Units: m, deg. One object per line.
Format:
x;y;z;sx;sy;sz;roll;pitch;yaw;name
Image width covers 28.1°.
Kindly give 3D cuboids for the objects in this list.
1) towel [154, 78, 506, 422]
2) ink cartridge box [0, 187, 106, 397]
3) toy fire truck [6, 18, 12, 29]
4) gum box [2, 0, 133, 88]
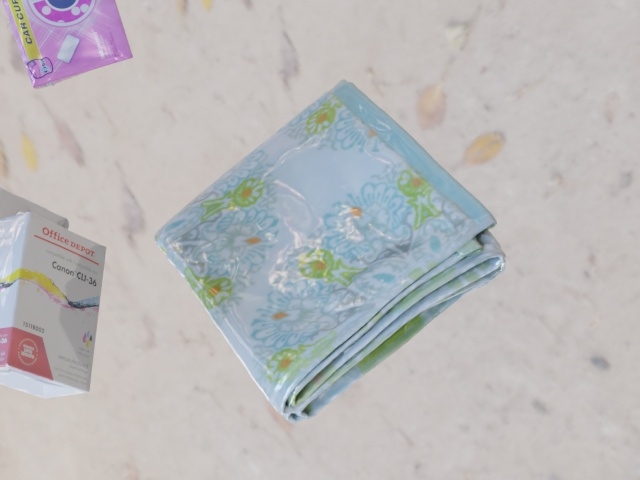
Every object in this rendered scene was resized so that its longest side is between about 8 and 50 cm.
0.000;0.000;1.497;0.374;0.320;0.090;50;175;44;towel
-0.282;0.048;1.286;0.067;0.198;0.115;-11;155;32;ink cartridge box
-0.421;-0.361;1.630;0.217;0.158;0.246;16;123;-1;toy fire truck
-0.266;-0.253;1.287;0.062;0.107;0.188;-118;12;-61;gum box
